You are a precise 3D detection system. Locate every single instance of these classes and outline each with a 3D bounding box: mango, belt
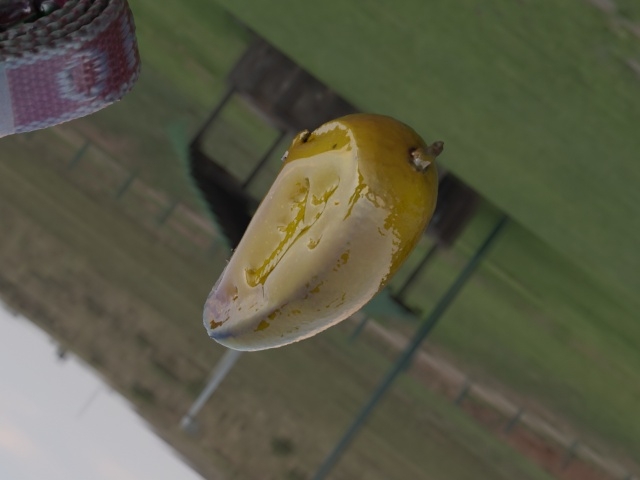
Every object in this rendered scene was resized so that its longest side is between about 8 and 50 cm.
[{"bbox_3d":[0.000,0.000,0.960,0.066,0.187,0.101,25,-144,-33],"label":"mango"},{"bbox_3d":[-0.179,-0.047,0.718,0.071,0.232,0.053,49,158,46],"label":"belt"}]
